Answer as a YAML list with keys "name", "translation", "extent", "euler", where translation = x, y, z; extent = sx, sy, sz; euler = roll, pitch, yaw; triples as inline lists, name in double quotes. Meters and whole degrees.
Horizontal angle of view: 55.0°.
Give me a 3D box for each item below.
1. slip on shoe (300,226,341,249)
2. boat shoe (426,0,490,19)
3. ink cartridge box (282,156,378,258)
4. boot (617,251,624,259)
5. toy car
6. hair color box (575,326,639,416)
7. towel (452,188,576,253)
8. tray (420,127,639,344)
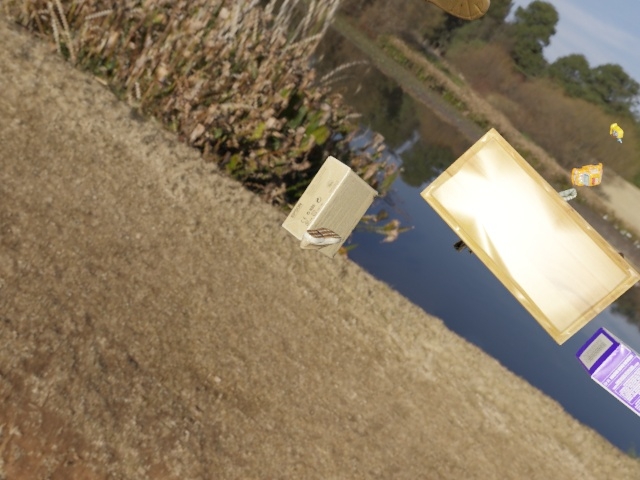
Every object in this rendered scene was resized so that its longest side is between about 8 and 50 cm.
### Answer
- name: "slip on shoe"
  translation: [0.000, 0.000, 1.469]
  extent: [0.051, 0.041, 0.135]
  euler: [40, 22, 23]
- name: "boat shoe"
  translation: [0.268, -0.670, 1.528]
  extent: [0.341, 0.121, 0.110]
  euler: [24, 60, -14]
- name: "ink cartridge box"
  translation: [0.030, -0.087, 1.708]
  extent: [0.088, 0.235, 0.193]
  euler: [36, 2, 33]
- name: "boot"
  translation: [0.934, 0.130, 2.056]
  extent: [0.152, 0.197, 0.073]
  euler: [-14, 44, -25]
- name: "toy car"
  translation: [0.504, -0.151, 1.118]
  extent: [0.060, 0.122, 0.041]
  euler: [4, 30, -7]
- name: "hair color box"
  translation: [0.764, 0.356, 1.393]
  extent: [0.338, 0.110, 0.185]
  euler: [40, 11, 6]
- name: "towel"
  translation: [0.584, -0.046, 1.876]
  extent: [0.312, 0.324, 0.056]
  euler: [103, -35, -78]
- name: "tray"
  translation: [0.419, -0.012, 1.261]
  extent: [0.411, 0.203, 0.076]
  euler: [49, 9, 12]
